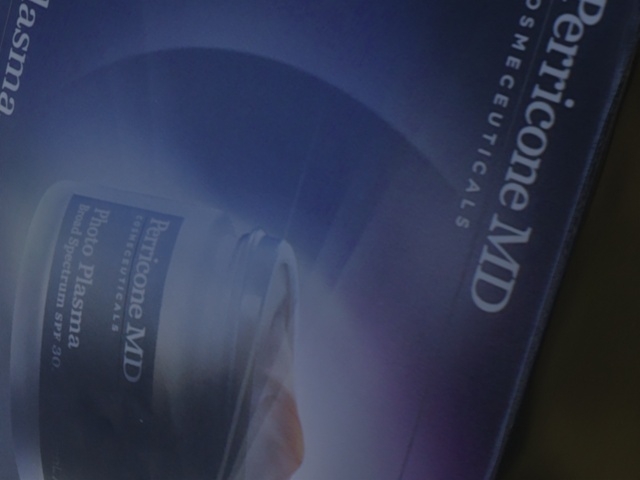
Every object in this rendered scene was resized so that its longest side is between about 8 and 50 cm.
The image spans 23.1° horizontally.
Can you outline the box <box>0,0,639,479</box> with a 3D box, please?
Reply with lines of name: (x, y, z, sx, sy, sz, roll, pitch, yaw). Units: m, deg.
box: (0.000, 0.000, 0.594, 0.182, 0.294, 0.296, -5, -65, -52)
